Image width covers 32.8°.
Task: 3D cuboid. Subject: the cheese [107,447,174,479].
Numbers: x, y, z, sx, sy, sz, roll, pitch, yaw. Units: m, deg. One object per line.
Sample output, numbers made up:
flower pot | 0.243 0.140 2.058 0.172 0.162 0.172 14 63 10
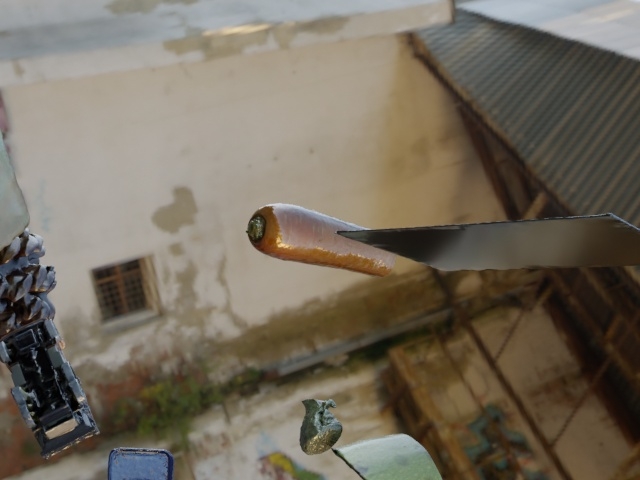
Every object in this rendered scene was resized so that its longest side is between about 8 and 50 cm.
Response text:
cheese | -0.200 0.349 1.173 0.062 0.155 0.244 -19 -114 62

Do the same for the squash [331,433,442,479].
squash | 0.119 0.350 1.718 0.192 0.085 0.184 35 2 44

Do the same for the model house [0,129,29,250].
model house | -0.564 -0.031 1.297 0.280 0.312 0.245 8 -50 24

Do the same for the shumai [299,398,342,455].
shumai | -0.010 0.287 1.712 0.082 0.083 0.080 -47 -121 15

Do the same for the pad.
pad | 0.157 0.006 0.874 0.245 0.170 0.006 -4 -105 41

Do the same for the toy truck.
toy truck | -0.353 0.192 1.409 0.192 0.083 0.092 53 -15 45

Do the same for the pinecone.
pinecone | -0.572 0.084 1.811 0.242 0.298 0.296 28 -16 29

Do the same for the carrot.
carrot | 0.000 0.000 1.296 0.067 0.225 0.067 -13 -109 41
